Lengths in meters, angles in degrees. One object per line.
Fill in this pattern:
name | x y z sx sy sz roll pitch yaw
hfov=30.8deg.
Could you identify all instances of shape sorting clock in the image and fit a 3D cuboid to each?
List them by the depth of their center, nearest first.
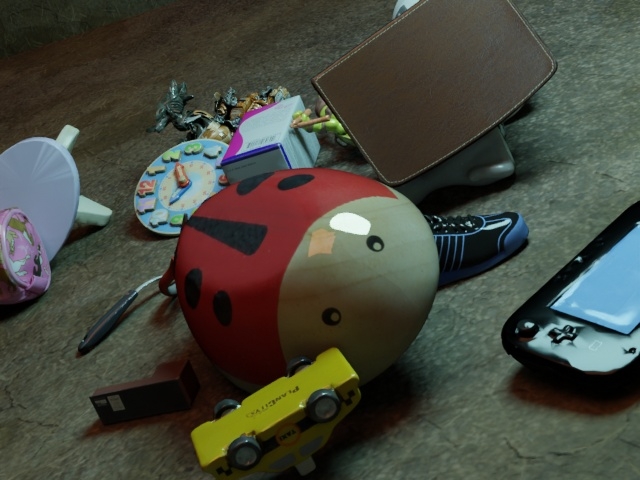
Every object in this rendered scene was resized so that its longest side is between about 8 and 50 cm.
shape sorting clock | -0.233 -0.096 2.027 0.206 0.040 0.206 -14 51 19

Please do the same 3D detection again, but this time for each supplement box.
supplement box | -0.082 -0.148 1.993 0.111 0.114 0.220 -16 26 17

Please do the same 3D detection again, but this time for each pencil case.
pencil case | -0.655 0.069 1.975 0.386 0.167 0.160 -18 20 10

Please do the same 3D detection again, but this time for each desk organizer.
desk organizer | -0.225 0.194 1.495 0.130 0.047 0.050 -14 24 19

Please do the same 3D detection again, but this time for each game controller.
game controller | 0.346 0.049 1.278 0.319 0.067 0.166 -38 28 -29

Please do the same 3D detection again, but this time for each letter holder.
letter holder | 0.176 -0.226 1.717 0.302 0.214 0.152 -36 -9 4

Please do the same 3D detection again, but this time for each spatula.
spatula | -0.264 0.073 1.783 0.296 0.030 0.084 -41 12 -30

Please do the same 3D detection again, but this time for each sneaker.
sneaker | 0.155 0.002 1.508 0.232 0.090 0.081 -24 24 -2

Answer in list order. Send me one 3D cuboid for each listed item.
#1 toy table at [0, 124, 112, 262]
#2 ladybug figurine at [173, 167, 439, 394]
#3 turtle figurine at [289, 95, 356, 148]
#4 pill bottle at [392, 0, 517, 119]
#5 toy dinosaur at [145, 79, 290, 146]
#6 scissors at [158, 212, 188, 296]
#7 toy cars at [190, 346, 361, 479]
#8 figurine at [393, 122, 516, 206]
toy table | -0.512 -0.073 2.084 0.274 0.252 0.161 -51 7 17
ladybug figurine | -0.047 0.034 1.427 0.449 0.162 0.305 8 67 54
turtle figurine | 0.073 -0.202 2.006 0.269 0.087 0.217 -5 19 -7
pill bottle | 0.232 -0.337 1.999 0.204 0.204 0.361 -21 25 4
toy dinosaur | -0.204 -0.197 2.169 0.322 0.164 0.218 -25 36 -38
scissors | -0.200 0.026 1.640 0.109 0.021 0.297 -41 -9 -5
toy cars | -0.085 0.261 1.162 0.176 0.087 0.394 -8 31 40
figurine | 0.180 -0.124 1.771 0.209 0.092 0.215 -25 24 14
